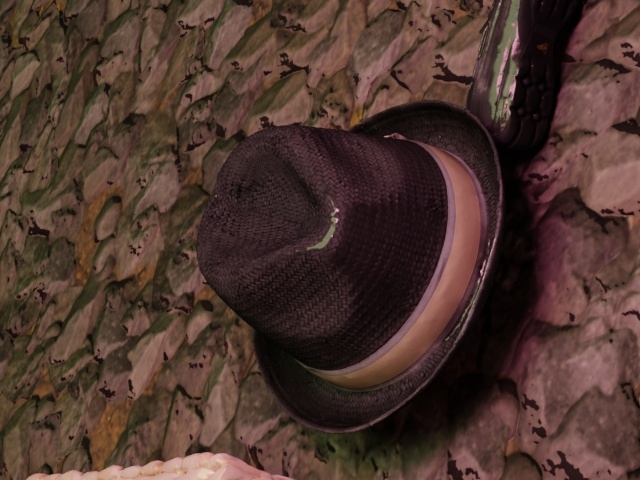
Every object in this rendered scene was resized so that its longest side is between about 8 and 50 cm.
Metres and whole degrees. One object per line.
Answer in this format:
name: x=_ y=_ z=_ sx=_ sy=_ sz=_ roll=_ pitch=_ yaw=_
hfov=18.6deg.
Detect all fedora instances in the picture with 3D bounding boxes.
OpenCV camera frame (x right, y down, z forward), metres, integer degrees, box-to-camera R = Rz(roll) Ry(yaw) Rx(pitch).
fedora: x=0.000 y=0.000 z=1.629 sx=0.334 sy=0.152 sz=0.334 roll=-36 pitch=43 yaw=41

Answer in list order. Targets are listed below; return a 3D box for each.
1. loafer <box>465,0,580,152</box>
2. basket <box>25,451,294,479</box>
loafer: x=0.169 y=-0.184 z=1.661 sx=0.078 sy=0.076 sz=0.223 roll=6 pitch=79 yaw=50
basket: x=-0.071 y=0.335 z=1.458 sx=0.328 sy=0.331 sz=0.266 roll=-14 pitch=57 yaw=53
